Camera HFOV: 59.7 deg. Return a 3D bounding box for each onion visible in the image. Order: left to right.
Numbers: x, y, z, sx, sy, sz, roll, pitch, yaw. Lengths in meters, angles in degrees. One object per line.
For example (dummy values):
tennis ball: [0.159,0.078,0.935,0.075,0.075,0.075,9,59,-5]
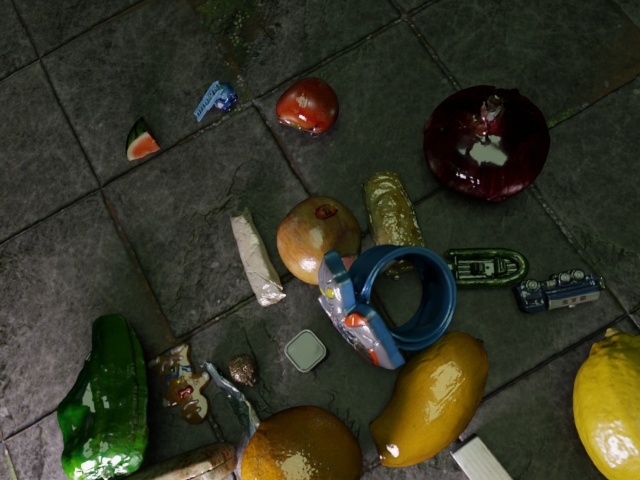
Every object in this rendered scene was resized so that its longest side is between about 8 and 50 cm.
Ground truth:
onion: [0.407,-0.245,1.364,0.314,0.232,0.313,-2,73,5]

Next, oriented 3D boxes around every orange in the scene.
orange: [-0.035,0.493,1.218,0.264,0.264,0.264,-2,75,6]

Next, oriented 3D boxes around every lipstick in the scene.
lipstick: [0.433,0.599,1.212,0.080,0.076,0.371,-37,74,-2]

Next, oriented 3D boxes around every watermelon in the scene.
watermelon: [-0.490,-0.280,1.557,0.094,0.135,0.125,32,75,-23]

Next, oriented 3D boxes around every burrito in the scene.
burrito: [-0.168,0.035,1.446,0.082,0.059,0.275,-26,73,14]

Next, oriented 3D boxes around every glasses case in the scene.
glasses case: [-0.393,0.571,1.274,0.425,0.156,0.098,-23,82,0]

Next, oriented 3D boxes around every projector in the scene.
projector: [-0.031,0.270,1.353,0.083,0.082,0.083,-41,74,-5]

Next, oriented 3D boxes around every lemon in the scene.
lemon: [0.665,0.365,1.156,0.285,0.285,0.316,-34,42,-3]

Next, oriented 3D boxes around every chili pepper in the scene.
chili pepper: [-0.514,0.362,1.303,0.213,0.167,0.385,-23,54,10]

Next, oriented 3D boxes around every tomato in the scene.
tomato: [-0.030,-0.361,1.488,0.167,0.167,0.167,-2,75,6]

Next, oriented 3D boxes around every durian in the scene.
durian: [-0.186,0.318,1.359,0.080,0.080,0.091,-40,52,-5]

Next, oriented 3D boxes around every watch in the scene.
watch: [0.146,0.109,1.283,0.274,0.241,0.305,-35,106,-15]

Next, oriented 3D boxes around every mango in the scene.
mango: [0.252,0.366,1.267,0.187,0.144,0.359,30,86,25]

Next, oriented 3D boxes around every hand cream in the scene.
hand cream: [-0.208,0.394,1.344,0.052,0.075,0.248,-34,77,-33]

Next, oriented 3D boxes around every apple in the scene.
apple: [0.000,0.000,1.359,0.211,0.211,0.188,-41,67,-5]

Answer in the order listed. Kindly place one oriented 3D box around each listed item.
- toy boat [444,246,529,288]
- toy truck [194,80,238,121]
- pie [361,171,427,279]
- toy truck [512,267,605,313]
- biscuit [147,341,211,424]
toy boat: [0.405,0.066,1.374,0.210,0.052,0.104,-1,72,7]
toy truck: [-0.297,-0.391,1.580,0.136,0.074,0.063,-44,67,37]
pie: [0.187,-0.042,1.423,0.129,0.068,0.282,-16,78,3]
toy truck: [0.570,0.121,1.334,0.202,0.074,0.088,-13,83,2]
biscuit: [-0.342,0.362,1.393,0.138,0.031,0.205,-29,75,-2]
